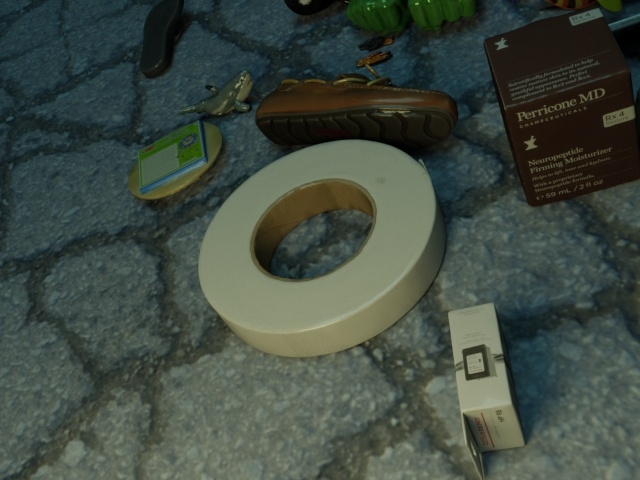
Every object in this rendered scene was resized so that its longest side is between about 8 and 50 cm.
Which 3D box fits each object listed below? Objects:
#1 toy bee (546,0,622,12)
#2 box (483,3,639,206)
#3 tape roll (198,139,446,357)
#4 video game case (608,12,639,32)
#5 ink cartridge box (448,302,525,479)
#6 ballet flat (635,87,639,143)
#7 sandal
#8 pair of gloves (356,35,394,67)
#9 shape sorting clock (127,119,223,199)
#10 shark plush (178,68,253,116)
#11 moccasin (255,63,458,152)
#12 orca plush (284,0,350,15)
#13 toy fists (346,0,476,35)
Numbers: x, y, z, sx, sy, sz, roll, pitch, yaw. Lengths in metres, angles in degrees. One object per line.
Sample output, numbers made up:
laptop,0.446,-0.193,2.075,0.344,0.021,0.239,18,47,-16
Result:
toy bee,0.528,-0.461,1.381,0.195,0.162,0.298,-57,25,-16
box,0.346,-0.189,1.159,0.168,0.203,0.167,-16,46,14
tape roll,0.000,0.000,1.252,0.392,0.072,0.392,-14,45,14
video game case,0.533,-0.360,1.305,0.166,0.015,0.119,-18,2,11
ink cartridge box,0.200,0.179,0.965,0.060,0.104,0.180,-13,46,14
ballet flat,0.556,-0.280,1.195,0.116,0.124,0.342,24,63,41
sandal,-0.369,-0.474,1.895,0.097,0.054,0.255,-10,56,28
pair of gloves,0.106,-0.372,1.585,0.074,0.010,0.083,-9,46,19
shape sorting clock,-0.278,-0.153,1.552,0.206,0.040,0.206,-17,45,18
shark plush,-0.207,-0.293,1.627,0.161,0.067,0.073,-11,47,18
moccasin,0.065,-0.232,1.401,0.380,0.139,0.147,4,61,41
orca plush,0.070,-0.544,1.734,0.287,0.102,0.151,-28,-2,-14
toy fists,0.181,-0.467,1.578,0.279,0.096,0.142,6,43,32
